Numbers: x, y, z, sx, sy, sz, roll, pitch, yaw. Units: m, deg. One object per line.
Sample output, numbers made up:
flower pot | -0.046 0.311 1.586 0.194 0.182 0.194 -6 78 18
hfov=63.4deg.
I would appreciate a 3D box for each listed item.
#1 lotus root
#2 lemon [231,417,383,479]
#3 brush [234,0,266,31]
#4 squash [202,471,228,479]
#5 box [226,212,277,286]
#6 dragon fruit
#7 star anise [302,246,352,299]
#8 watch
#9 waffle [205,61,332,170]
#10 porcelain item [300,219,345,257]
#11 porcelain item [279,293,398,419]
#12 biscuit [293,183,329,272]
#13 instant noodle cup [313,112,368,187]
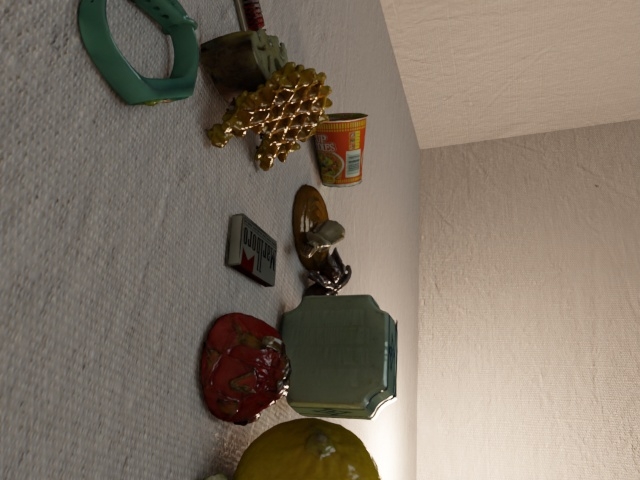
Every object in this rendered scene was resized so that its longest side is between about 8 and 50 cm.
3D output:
lotus root | -0.148 -0.366 1.111 0.235 0.119 0.138 -41 119 -68
lemon | -0.025 0.507 0.981 0.336 0.336 0.336 -5 90 -70
brush | -0.150 -0.467 1.241 0.060 0.050 0.321 -60 141 -64
squash | -0.187 0.517 0.865 0.069 0.069 0.239 44 46 -62
box | -0.147 0.026 1.143 0.177 0.035 0.115 46 44 -61
dragon fruit | -0.116 0.247 1.008 0.218 0.148 0.224 -47 130 -65
star anise | 0.030 0.120 1.503 0.231 0.089 0.209 -47 151 -31
watch | -0.276 -0.316 0.829 0.237 0.068 0.195 -38 119 -63
waffle | -0.090 -0.268 1.106 0.069 0.259 0.293 53 10 14
porcelain item | 0.000 0.000 1.414 0.213 0.084 0.054 -39 151 -61
porcelain item | 0.045 0.281 1.252 0.157 0.285 0.281 61 29 -55
biscuit | -0.018 -0.036 1.521 0.262 0.037 0.262 -4 90 -70
instant noodle cup | 0.063 -0.284 1.630 0.193 0.193 0.212 -51 140 -63
